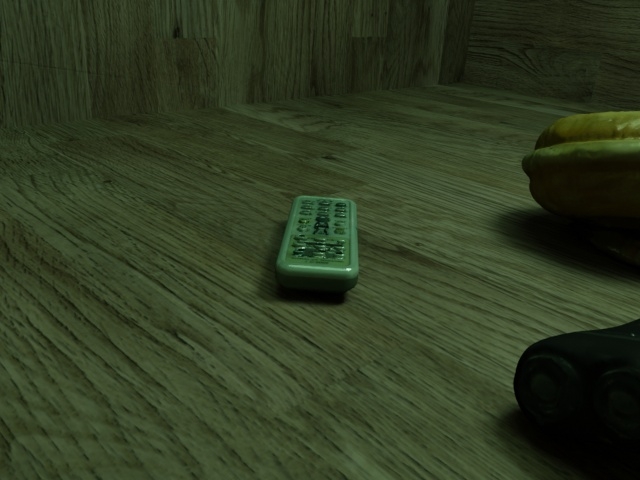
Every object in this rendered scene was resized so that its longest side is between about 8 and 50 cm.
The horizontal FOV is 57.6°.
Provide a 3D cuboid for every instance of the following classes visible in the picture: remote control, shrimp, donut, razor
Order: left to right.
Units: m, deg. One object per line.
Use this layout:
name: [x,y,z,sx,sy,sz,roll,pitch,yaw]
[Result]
remote control: [0.000,0.000,1.014,0.128,0.065,0.335,6,23,0]
donut: [0.621,-0.124,1.123,0.450,0.197,0.449,8,-1,0]
shrimp: [0.626,0.014,1.124,0.198,0.051,0.262,1,17,-30]
razor: [0.395,0.138,0.645,0.349,0.113,0.204,-8,1,-29]
